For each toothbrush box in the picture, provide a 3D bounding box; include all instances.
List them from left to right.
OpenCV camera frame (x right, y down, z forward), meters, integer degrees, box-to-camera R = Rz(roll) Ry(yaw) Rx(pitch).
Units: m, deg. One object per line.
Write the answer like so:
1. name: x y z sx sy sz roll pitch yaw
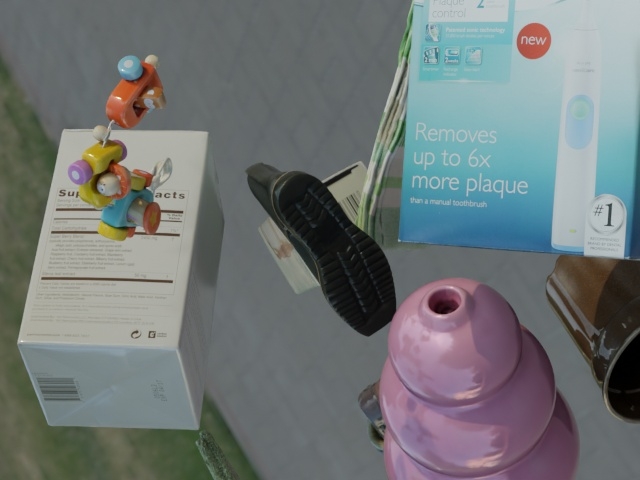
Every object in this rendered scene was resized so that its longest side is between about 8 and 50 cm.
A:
1. toothbrush box: 0.198 -0.136 1.397 0.216 0.126 0.295 5 91 29

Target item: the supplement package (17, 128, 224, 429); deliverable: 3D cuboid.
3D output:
1. supplement package: -0.213 0.041 1.780 0.177 0.175 0.293 84 -171 -53

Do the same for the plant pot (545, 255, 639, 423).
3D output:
1. plant pot: 0.334 0.082 1.715 0.165 0.167 0.167 -126 18 -46

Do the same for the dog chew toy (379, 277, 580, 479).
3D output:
1. dog chew toy: 0.151 0.163 1.615 0.206 0.206 0.332 44 161 40

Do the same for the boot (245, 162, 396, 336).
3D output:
1. boot: 0.000 0.000 1.685 0.198 0.077 0.137 62 167 -20

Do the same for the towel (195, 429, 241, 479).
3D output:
1. towel: -0.099 0.298 1.869 0.148 0.027 0.110 58 175 38

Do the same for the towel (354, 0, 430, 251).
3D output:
1. towel: 0.125 -0.142 1.761 0.038 0.248 0.325 18 100 20

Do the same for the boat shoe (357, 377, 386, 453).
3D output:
1. boat shoe: 0.101 0.222 1.956 0.285 0.092 0.103 67 -175 -67

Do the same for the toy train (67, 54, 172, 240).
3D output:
1. toy train: -0.147 -0.067 1.315 0.046 0.125 0.166 25 152 22

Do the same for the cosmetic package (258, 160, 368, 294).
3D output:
1. cosmetic package: 0.011 -0.014 2.345 0.129 0.153 0.296 59 170 1
